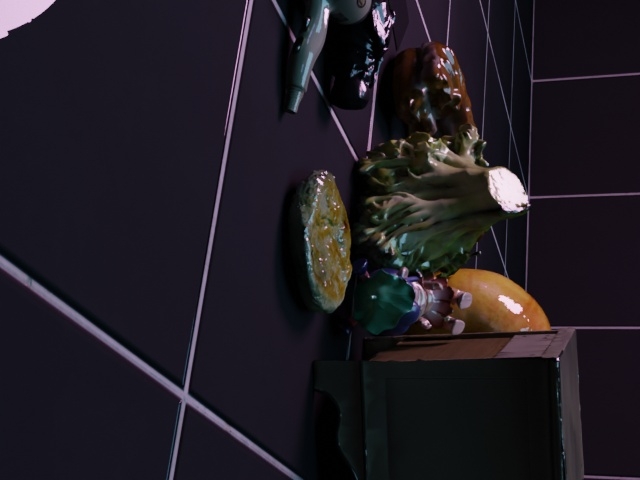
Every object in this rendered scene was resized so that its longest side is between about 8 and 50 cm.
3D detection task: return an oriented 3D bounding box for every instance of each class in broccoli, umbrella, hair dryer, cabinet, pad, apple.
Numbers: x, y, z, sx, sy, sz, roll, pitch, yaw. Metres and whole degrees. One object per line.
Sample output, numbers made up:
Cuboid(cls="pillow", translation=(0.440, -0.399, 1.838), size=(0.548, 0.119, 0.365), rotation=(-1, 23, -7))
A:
Cuboid(cls="broccoli", translation=(0.179, -0.063, 1.533), size=(0.248, 0.246, 0.288), rotation=(35, 49, -31))
Cuboid(cls="umbrella", translation=(0.068, -0.350, 1.435), size=(0.106, 0.113, 0.357), rotation=(17, 76, -43))
Cuboid(cls="hair dryer", translation=(-0.026, -0.300, 1.221), size=(0.225, 0.088, 0.219), rotation=(-60, 140, -32))
Cuboid(cls="cabinet", translation=(0.181, 0.251, 1.392), size=(0.290, 0.318, 0.227), rotation=(-11, 97, -73))
Cuboid(cls="pad", translation=(0.131, -0.444, 1.800), size=(0.127, 0.004, 0.190), rotation=(-67, 150, -52))
Cuboid(cls="apple", translation=(0.240, 0.183, 1.666), size=(0.233, 0.286, 0.286), rotation=(-12, 100, -75))

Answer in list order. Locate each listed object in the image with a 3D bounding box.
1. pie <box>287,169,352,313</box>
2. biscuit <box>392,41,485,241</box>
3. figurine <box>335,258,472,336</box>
Cuboid(cls="pie", translation=(0.000, 0.000, 1.293), size=(0.187, 0.041, 0.186), rotation=(-2, 90, -72))
Cuboid(cls="biscuit", translation=(0.216, -0.183, 1.813), size=(0.268, 0.115, 0.366), rotation=(-80, 156, -55))
Cuboid(cls="figurine", translation=(0.114, 0.092, 1.432), size=(0.195, 0.102, 0.111), rotation=(10, 96, -50))
